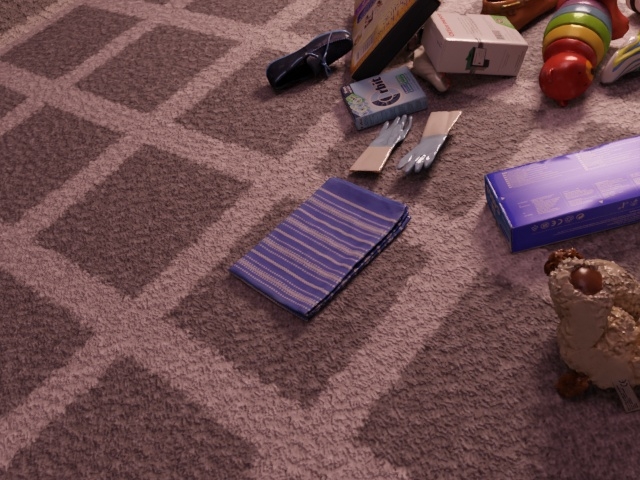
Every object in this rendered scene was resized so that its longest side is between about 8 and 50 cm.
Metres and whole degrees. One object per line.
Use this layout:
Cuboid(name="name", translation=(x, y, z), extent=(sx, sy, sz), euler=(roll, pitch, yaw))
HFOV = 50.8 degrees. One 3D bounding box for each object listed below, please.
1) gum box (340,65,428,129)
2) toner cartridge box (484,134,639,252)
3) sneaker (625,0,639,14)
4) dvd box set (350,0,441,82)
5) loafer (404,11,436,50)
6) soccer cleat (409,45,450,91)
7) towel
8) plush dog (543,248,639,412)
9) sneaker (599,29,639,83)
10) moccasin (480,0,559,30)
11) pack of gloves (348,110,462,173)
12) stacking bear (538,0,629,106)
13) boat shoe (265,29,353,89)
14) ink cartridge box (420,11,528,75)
Cuboid(name="gum box", translation=(0.158, -0.363, 1.710), extent=(0.184, 0.041, 0.157), euler=(-18, 45, -1))
Cuboid(name="toner cartridge box", translation=(0.514, -0.096, 1.314), extent=(0.347, 0.075, 0.165), euler=(-14, 43, 3))
Cuboid(name="sneaker", translation=(0.962, -0.612, 1.640), extent=(0.365, 0.137, 0.210), euler=(-18, 45, 7))
Cuboid(name="dvd box set", translation=(0.198, -0.647, 1.831), extent=(0.307, 0.062, 0.420), euler=(-44, 28, 38))
Cuboid(name="loafer", translation=(0.288, -0.638, 1.897), extent=(0.095, 0.109, 0.303), euler=(3, 46, 13))
Cuboid(name="soccer cleat", translation=(0.279, -0.435, 1.733), extent=(0.076, 0.068, 0.196), euler=(-27, 43, 18))
Cuboid(name="towel", translation=(0.000, 0.000, 1.408), extent=(0.243, 0.040, 0.336), euler=(28, 60, 37))
Cuboid(name="plush dog", translation=(0.458, 0.120, 1.080), extent=(0.262, 0.211, 0.225), euler=(28, 40, 4))
Cuboid(name="sneaker", translation=(0.764, -0.429, 1.549), extent=(0.126, 0.091, 0.240), euler=(45, 95, 11))
Cuboid(name="moccasin", translation=(0.567, -0.694, 1.829), extent=(0.380, 0.147, 0.139), euler=(-35, 47, -17))
Cuboid(name="pack of gloves", translation=(0.203, -0.215, 1.566), extent=(0.195, 0.046, 0.232), euler=(4, 44, 36))
Cuboid(name="stacking bear", translation=(0.598, -0.448, 1.581), extent=(0.164, 0.175, 0.289), euler=(4, 55, 40))
Cuboid(name="boat shoe", translation=(-0.021, -0.482, 1.859), extent=(0.258, 0.109, 0.089), euler=(-28, 50, 13))
Cuboid(name="ink cartridge box", translation=(0.378, -0.492, 1.682), extent=(0.219, 0.093, 0.160), euler=(0, 43, -12))
